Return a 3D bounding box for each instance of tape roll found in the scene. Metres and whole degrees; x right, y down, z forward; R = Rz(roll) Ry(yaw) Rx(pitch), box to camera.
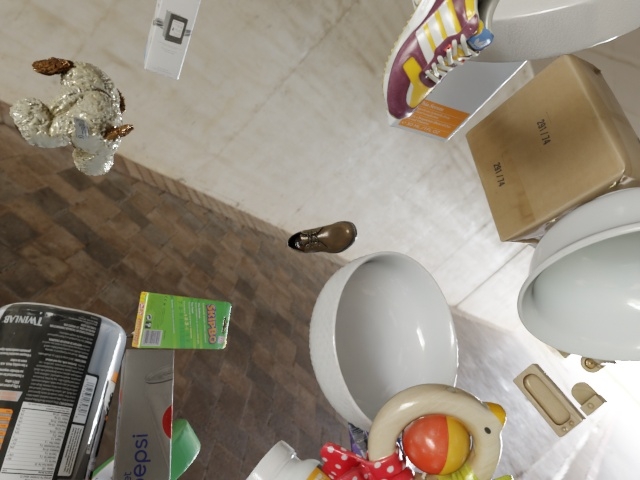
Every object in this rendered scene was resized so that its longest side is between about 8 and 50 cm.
[{"bbox_3d":[0.334,-0.407,0.724,0.072,0.392,0.392,60,0,-44],"label":"tape roll"},{"bbox_3d":[-0.465,0.584,1.214,0.077,0.322,0.321,61,13,-2],"label":"tape roll"}]

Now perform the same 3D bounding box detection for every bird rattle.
[{"bbox_3d":[0.130,0.276,0.612,0.254,0.206,0.143,14,10,7],"label":"bird rattle"}]

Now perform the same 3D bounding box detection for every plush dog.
[{"bbox_3d":[-0.530,-0.306,1.096,0.262,0.211,0.225,38,37,-64],"label":"plush dog"}]

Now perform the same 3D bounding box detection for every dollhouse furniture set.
[{"bbox_3d":[0.381,0.217,0.778,0.123,0.151,0.144,16,31,-45],"label":"dollhouse furniture set"}]

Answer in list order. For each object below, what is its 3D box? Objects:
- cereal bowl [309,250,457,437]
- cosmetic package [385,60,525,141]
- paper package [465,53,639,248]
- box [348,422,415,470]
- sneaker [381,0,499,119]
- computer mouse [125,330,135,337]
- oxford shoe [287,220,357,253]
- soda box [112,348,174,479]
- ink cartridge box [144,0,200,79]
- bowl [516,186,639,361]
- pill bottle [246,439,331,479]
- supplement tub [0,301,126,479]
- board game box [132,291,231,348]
[{"bbox_3d":[0.107,0.195,0.914,0.339,0.141,0.338,15,67,-37],"label":"cereal bowl"},{"bbox_3d":[0.403,-0.508,1.403,0.230,0.453,0.161,9,58,-23],"label":"cosmetic package"},{"bbox_3d":[0.521,-0.185,1.081,0.168,0.309,0.324,9,57,-33],"label":"paper package"},{"bbox_3d":[0.167,0.541,1.335,0.108,0.153,0.206,38,42,-64],"label":"box"},{"bbox_3d":[0.137,-0.214,0.524,0.084,0.185,0.070,37,22,33],"label":"sneaker"},{"bbox_3d":[-0.553,0.282,1.500,0.193,0.042,0.106,-1,-3,-31],"label":"computer mouse"},{"bbox_3d":[0.000,0.000,1.277,0.096,0.227,0.082,-4,81,-47],"label":"oxford shoe"},{"bbox_3d":[-0.345,0.362,0.938,0.098,0.091,0.286,8,56,-24],"label":"soda box"},{"bbox_3d":[-0.257,-0.388,0.837,0.060,0.180,0.104,12,28,-27],"label":"ink cartridge box"},{"bbox_3d":[0.400,0.028,0.600,0.298,0.298,0.134,38,46,-29],"label":"bowl"},{"bbox_3d":[-0.008,0.517,0.891,0.279,0.162,0.162,35,10,17],"label":"pill bottle"},{"bbox_3d":[-0.411,0.263,0.682,0.194,0.194,0.315,33,53,-43],"label":"supplement tub"},{"bbox_3d":[-0.327,0.200,1.170,0.039,0.124,0.260,0,-11,39],"label":"board game box"}]
